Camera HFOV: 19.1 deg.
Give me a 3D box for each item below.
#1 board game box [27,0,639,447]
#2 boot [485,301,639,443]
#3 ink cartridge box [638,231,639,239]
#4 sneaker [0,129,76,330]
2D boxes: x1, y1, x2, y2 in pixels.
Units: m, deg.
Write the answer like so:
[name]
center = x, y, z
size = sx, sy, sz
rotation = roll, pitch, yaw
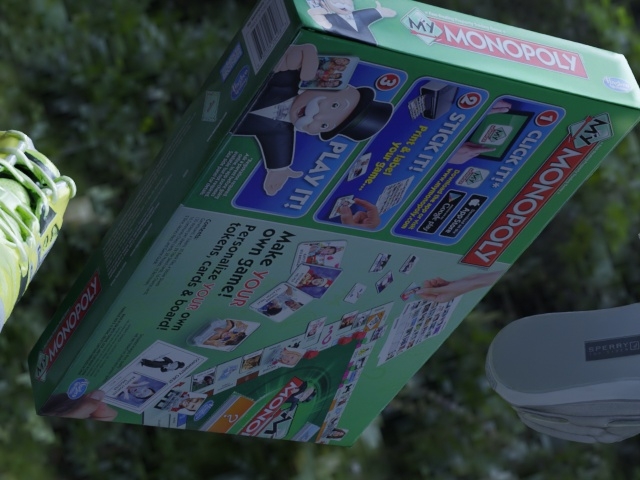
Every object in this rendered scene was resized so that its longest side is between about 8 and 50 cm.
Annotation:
[board game box]
center = 0.000, 0.000, 1.035
size = 0.317, 0.213, 0.046
rotation = -52, -139, 38
[boot]
center = 0.267, 0.104, 1.497
size = 0.123, 0.258, 0.095
rotation = 52, 40, -59
[ink cartridge box]
center = 0.340, 0.026, 1.205
size = 0.232, 0.066, 0.189
rotation = -34, -100, 44
[sneaker]
center = -0.250, -0.016, 1.307
size = 0.145, 0.147, 0.385
rotation = 47, -3, -14
